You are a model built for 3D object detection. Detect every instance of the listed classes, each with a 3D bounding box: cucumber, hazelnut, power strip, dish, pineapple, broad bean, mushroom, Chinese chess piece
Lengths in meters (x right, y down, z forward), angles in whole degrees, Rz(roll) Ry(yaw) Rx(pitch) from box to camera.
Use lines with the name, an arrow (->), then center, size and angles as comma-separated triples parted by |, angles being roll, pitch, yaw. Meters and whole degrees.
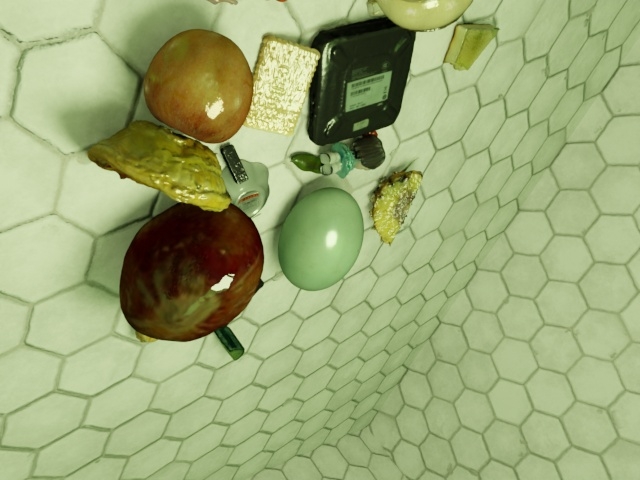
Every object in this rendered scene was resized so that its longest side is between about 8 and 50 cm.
cucumber -> -0.342, 0.389, 1.862 | 0.062, 0.115, 0.116 | -34, 152, -16
hazelnut -> -0.339, 0.084, 1.309 | 0.421, 0.421, 0.352 | -33, 104, -16
power strip -> -0.241, -0.213, 1.373 | 0.038, 0.029, 0.111 | -30, 113, -19
dish -> -0.227, -0.127, 1.469 | 0.229, 0.081, 0.229 | -26, 141, -24
pineapple -> 0.266, -0.169, 1.907 | 0.161, 0.158, 0.334 | 18, 114, -9
broad bean -> -0.004, -0.249, 1.599 | 0.254, 0.046, 0.065 | -6, 123, -44
mushroom -> 0.219, -0.672, 1.391 | 0.202, 0.054, 0.059 | -18, 133, -24
Chinese chess piece -> 0.268, -0.670, 1.250 | 0.270, 0.270, 0.112 | -42, 160, -4

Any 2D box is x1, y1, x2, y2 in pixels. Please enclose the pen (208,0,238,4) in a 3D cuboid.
pen -> -0.255, -0.553, 1.048 | 0.197, 0.032, 0.053 | 11, 116, -47

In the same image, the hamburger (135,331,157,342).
hamburger -> -0.522, 0.254, 1.561 | 0.147, 0.083, 0.138 | -23, 136, -31

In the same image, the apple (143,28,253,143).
apple -> -0.258, -0.340, 1.090 | 0.253, 0.253, 0.253 | -27, 141, -24

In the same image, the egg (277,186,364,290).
egg -> 0.000, 0.000, 1.657 | 0.276, 0.276, 0.389 | -6, 129, -42

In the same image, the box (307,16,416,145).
box -> 0.122, -0.470, 1.463 | 0.359, 0.091, 0.350 | -23, 139, -25

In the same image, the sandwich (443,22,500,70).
sandwich -> 0.517, -0.662, 1.697 | 0.193, 0.058, 0.162 | -19, 140, -34

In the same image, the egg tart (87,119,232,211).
egg tart -> -0.345, -0.174, 1.127 | 0.351, 0.339, 0.153 | 17, 96, -43

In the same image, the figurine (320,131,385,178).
figurine -> 0.109, -0.284, 1.603 | 0.245, 0.110, 0.138 | -21, 106, -34

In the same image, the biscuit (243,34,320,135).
biscuit -> -0.110, -0.407, 1.312 | 0.160, 0.030, 0.249 | 7, 123, -24

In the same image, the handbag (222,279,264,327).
handbag -> -0.332, 0.188, 1.640 | 0.244, 0.088, 0.275 | -50, 159, 3
